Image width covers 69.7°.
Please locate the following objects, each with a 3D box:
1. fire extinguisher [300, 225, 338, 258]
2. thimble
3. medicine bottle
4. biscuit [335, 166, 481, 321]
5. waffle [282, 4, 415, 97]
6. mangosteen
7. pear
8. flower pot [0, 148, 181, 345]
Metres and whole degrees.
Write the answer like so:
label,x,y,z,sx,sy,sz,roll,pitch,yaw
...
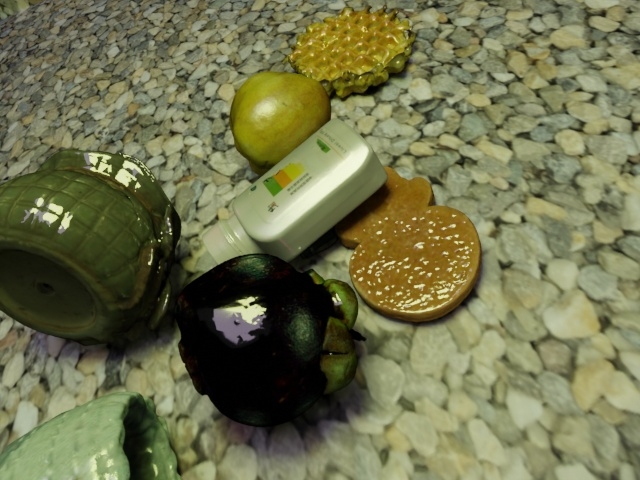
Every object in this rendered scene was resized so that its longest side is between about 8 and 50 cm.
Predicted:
label,x,y,z,sx,sy,sz,roll,pitch,yaw
fire extinguisher,0.000,0.000,0.773,0.083,0.025,0.038,-35,89,-8
thimble,-0.254,0.302,0.518,0.171,0.205,0.250,-22,34,-6
medicine bottle,-0.047,-0.062,0.750,0.296,0.111,0.161,-39,42,3
biscuit,0.124,-0.003,0.719,0.202,0.044,0.289,-31,49,1
waffle,0.065,-0.429,1.046,0.328,0.062,0.329,-8,53,11
mangosteen,-0.060,0.119,0.593,0.242,0.243,0.243,-9,52,12
pear,-0.075,-0.217,0.854,0.199,0.200,0.200,-9,52,12
flower pot,-0.364,0.019,0.728,0.301,0.302,0.213,-5,40,15
